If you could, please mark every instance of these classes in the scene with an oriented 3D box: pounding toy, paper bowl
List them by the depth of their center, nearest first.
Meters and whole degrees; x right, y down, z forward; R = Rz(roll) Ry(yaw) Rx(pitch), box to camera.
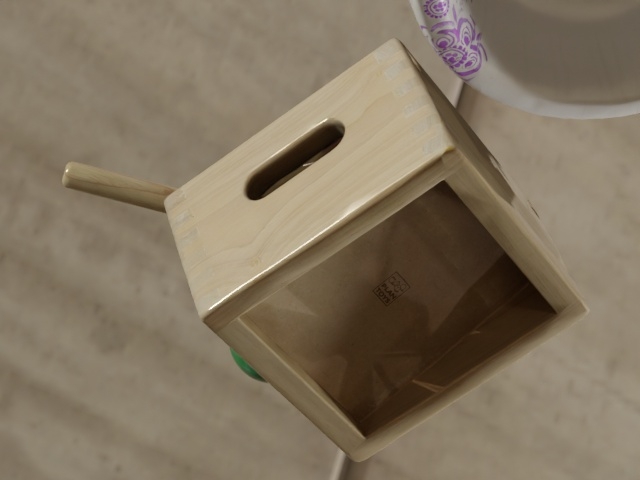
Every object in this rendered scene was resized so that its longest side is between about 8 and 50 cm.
[{"bbox_3d":[0.000,0.000,0.719,0.141,0.100,0.130,-34,-49,11],"label":"pounding toy"},{"bbox_3d":[0.182,-0.229,1.205,0.284,0.148,0.284,-6,-48,-6],"label":"paper bowl"}]
